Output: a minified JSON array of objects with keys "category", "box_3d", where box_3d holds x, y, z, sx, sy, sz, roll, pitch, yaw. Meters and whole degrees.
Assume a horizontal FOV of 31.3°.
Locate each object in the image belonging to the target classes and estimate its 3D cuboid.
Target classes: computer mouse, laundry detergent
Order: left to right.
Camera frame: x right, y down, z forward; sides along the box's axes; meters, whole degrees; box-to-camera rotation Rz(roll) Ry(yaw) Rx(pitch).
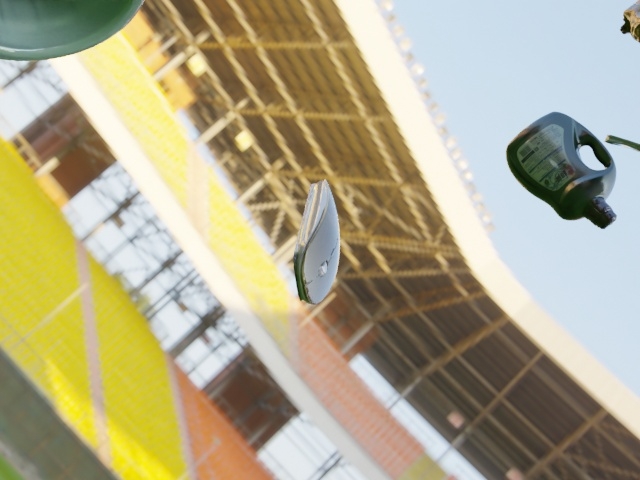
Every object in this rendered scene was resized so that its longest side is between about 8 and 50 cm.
[{"category":"computer mouse","box_3d":[0.000,0.000,1.849,0.056,0.245,0.125,-2,-57,11]},{"category":"laundry detergent","box_3d":[0.413,-0.107,1.858,0.221,0.144,0.078,50,-6,33]}]

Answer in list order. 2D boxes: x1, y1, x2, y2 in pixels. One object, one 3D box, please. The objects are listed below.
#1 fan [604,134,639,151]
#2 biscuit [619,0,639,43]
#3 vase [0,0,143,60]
[{"category":"fan","box_3d":[0.500,-0.119,1.626,0.193,0.016,0.038,20,6,21]},{"category":"biscuit","box_3d":[0.585,-0.291,1.568,0.334,0.289,0.081,29,-56,44]},{"category":"vase","box_3d":[-0.233,-0.293,0.844,0.143,0.143,0.298,87,-17,-66]}]
